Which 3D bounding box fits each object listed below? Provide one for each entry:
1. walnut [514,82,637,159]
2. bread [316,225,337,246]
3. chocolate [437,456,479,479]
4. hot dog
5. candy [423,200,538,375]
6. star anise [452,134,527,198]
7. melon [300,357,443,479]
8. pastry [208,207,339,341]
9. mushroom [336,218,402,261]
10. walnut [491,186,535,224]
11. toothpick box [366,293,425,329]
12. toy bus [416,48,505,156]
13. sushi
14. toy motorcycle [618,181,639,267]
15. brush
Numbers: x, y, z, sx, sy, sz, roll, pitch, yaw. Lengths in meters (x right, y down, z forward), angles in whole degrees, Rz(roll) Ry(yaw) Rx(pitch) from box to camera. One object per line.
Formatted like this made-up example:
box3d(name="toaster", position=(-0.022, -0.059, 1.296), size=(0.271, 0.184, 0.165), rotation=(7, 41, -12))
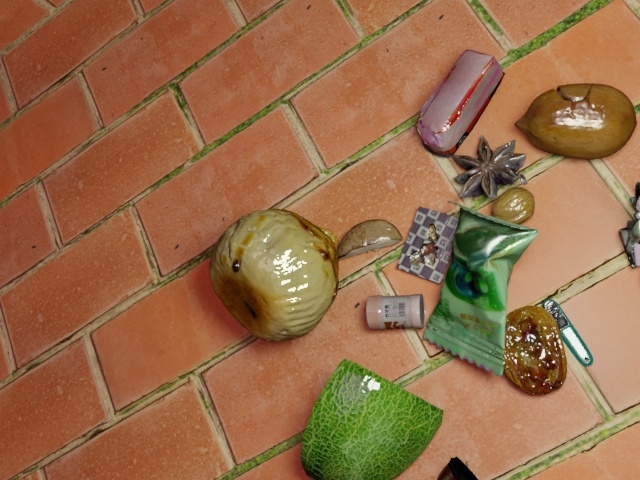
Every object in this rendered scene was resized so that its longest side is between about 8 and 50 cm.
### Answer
box3d(name="walnut", position=(0.666, -0.314, 1.574), size=(0.298, 0.203, 0.203), rotation=(1, 77, 13))
box3d(name="bread", position=(0.000, 0.000, 1.832), size=(0.111, 0.044, 0.083), rotation=(19, 81, 22))
box3d(name="chocolate", position=(0.342, 0.609, 1.508), size=(0.080, 0.149, 0.125), rotation=(-47, 28, 5))
box3d(name="hot dog", position=(0.540, 0.280, 1.529), size=(0.160, 0.099, 0.227), rotation=(-20, 73, 19))
box3d(name="candy", position=(0.401, 0.119, 1.548), size=(0.263, 0.172, 0.398), rotation=(22, 100, 57))
box3d(name="star anise", position=(0.477, -0.189, 1.655), size=(0.230, 0.081, 0.262), rotation=(-43, 41, -11))
box3d(name="melon", position=(0.104, 0.518, 1.598), size=(0.331, 0.226, 0.343), rotation=(29, 85, -18))
box3d(name="pastry", position=(-0.116, 0.086, 1.698), size=(0.388, 0.312, 0.388), rotation=(24, 130, 33))
box3d(name="mushroom", position=(0.133, -0.007, 1.768), size=(0.210, 0.072, 0.094), rotation=(-16, 63, 17))
box3d(name="walnut", position=(0.522, -0.089, 1.627), size=(0.124, 0.105, 0.105), rotation=(-27, 69, 6))
box3d(name="toothpick box", position=(0.211, 0.199, 1.671), size=(0.149, 0.098, 0.098), rotation=(-5, 75, 19))
box3d(name="toy bus", position=(0.397, -0.396, 1.729), size=(0.127, 0.147, 0.302), rotation=(35, 89, 30))
box3d(name="sushi", position=(0.317, 0.010, 1.716), size=(0.139, 0.031, 0.201), rotation=(20, 88, 23))
box3d(name="toy motorcycle", position=(0.814, 0.000, 1.442), size=(0.143, 0.188, 0.327), rotation=(-7, 74, 12))
box3d(name="brush", position=(0.634, 0.234, 1.538), size=(0.043, 0.032, 0.193), rotation=(-33, 66, 10))
